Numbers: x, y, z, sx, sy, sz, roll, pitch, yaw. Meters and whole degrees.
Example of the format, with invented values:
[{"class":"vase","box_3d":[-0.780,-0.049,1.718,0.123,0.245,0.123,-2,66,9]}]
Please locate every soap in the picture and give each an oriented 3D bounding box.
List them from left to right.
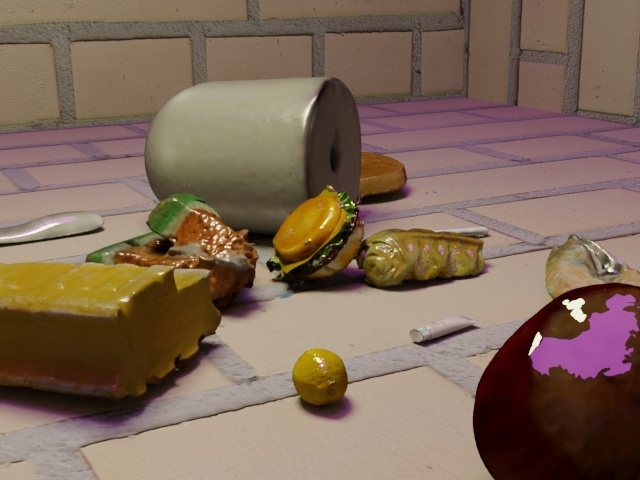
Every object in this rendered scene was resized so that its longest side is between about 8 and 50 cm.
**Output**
[{"class":"soap","box_3d":[-0.303,0.101,1.154,0.281,0.143,0.259,0,12,20]}]

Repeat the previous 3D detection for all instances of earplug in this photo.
[{"class":"earplug","box_3d":[-0.146,-0.167,1.771,0.394,0.313,0.312,4,16,20]}]

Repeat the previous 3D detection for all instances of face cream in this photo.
[{"class":"face cream","box_3d":[0.172,0.121,1.258,0.115,0.020,0.038,-10,17,-40]}]

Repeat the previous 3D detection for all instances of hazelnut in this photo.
[{"class":"hazelnut","box_3d":[0.248,0.154,0.831,0.229,0.230,0.229,-1,16,0]}]

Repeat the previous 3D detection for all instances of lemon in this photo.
[{"class":"lemon","box_3d":[-0.002,0.158,1.053,0.065,0.065,0.092,-8,20,-24]}]

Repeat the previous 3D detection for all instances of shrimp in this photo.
[{"class":"shrimp","box_3d":[0.438,0.054,1.411,0.168,0.077,0.317,13,22,10]}]

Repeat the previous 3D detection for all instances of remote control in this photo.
[{"class":"remote control","box_3d":[-0.540,-0.029,1.777,0.229,0.044,0.073,-9,20,-29]}]

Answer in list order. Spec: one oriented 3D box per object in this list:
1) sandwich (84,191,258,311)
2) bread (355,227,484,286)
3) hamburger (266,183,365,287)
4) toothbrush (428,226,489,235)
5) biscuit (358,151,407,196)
[{"class":"sandwich","box_3d":[-0.214,0.008,1.420,0.250,0.162,0.301,-20,22,-40]},{"class":"bread","box_3d":[0.170,0.021,1.510,0.232,0.088,0.128,-4,23,-31]},{"class":"hamburger","box_3d":[-0.003,0.001,1.487,0.189,0.093,0.164,-32,30,20]},{"class":"toothbrush","box_3d":[0.143,0.004,1.660,0.417,0.040,0.042,-4,3,-28]},{"class":"biscuit","box_3d":[0.009,-0.151,2.155,0.365,0.062,0.385,-11,18,-25]}]
